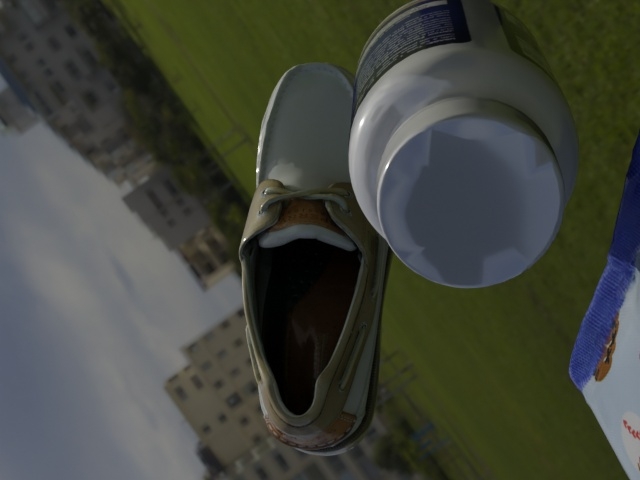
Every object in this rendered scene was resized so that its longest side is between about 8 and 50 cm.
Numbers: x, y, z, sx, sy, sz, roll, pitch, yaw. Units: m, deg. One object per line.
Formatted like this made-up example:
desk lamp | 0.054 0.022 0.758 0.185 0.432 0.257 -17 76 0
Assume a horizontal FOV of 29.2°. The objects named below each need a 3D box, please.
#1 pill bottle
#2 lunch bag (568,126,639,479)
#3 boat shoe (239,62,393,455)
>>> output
pill bottle | 0.059 -0.045 0.525 0.094 0.094 0.169 55 -165 -17
lunch bag | 0.351 0.067 0.481 0.239 0.385 0.328 94 160 -50
boat shoe | 0.000 0.000 0.895 0.103 0.113 0.302 58 -152 -71
